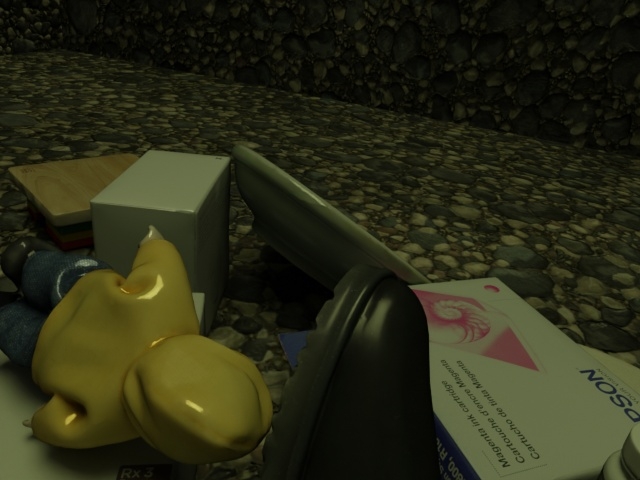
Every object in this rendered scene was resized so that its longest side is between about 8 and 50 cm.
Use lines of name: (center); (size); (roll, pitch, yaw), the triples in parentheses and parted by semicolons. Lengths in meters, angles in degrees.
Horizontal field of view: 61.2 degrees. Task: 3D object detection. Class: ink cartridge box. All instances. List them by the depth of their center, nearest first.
ink cartridge box: (0.153, 0.156, 0.606); (0.330, 0.071, 0.324); (-3, 28, -21)

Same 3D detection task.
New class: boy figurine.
boy figurine: (-0.151, 0.074, 0.411); (0.285, 0.177, 0.092); (16, -17, 31)

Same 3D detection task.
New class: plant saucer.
plant saucer: (0.000, 0.000, 0.881); (0.400, 0.100, 0.400); (37, 1, 0)

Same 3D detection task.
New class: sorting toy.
sorting toy: (-0.436, -0.081, 1.072); (0.255, 0.089, 0.257); (-17, 34, -40)

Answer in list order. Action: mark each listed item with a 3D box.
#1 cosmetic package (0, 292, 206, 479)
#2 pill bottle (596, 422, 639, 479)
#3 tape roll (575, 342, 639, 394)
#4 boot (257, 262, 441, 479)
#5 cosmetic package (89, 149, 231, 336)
cosmetic package: (-0.221, 0.203, 0.472); (0.217, 0.156, 0.385); (1, 27, -8)
pill bottle: (0.254, 0.216, 0.424); (0.078, 0.137, 0.078); (6, 25, -3)
tape roll: (0.285, 0.244, 0.615); (0.392, 0.072, 0.392); (6, 25, -3)
boot: (0.170, 0.240, 0.329); (0.445, 0.367, 0.146); (14, -12, 22)
cosmetic package: (-0.218, 0.009, 0.790); (0.138, 0.224, 0.224); (7, 25, -1)
